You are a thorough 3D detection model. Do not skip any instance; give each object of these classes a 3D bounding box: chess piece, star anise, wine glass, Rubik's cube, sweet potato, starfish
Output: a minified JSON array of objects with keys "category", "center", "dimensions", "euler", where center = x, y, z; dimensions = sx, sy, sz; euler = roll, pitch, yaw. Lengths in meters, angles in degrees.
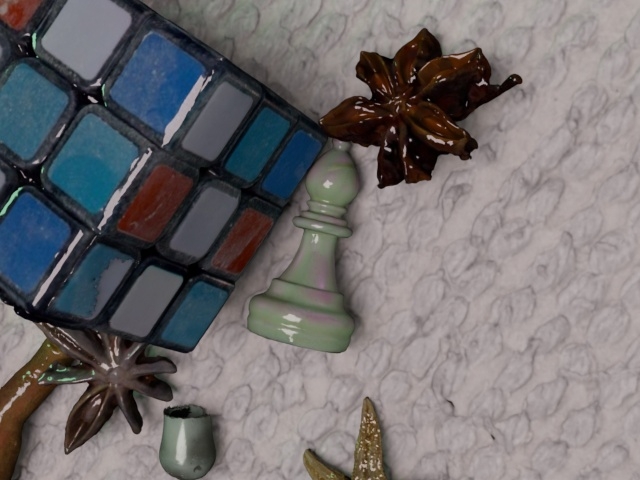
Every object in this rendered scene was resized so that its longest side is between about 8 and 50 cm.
[{"category":"chess piece","center":[0.000,0.000,1.665],"dimensions":[0.139,0.139,0.272],"euler":[13,89,20]},{"category":"star anise","center":[0.115,-0.151,1.584],"dimensions":[0.220,0.126,0.190],"euler":[33,79,38]},{"category":"wine glass","center":[-0.182,0.325,1.784],"dimensions":[0.079,0.079,0.195],"euler":[4,99,21]},{"category":"Rubik's cube","center":[-0.255,-0.109,1.570],"dimensions":[0.362,0.363,0.359],"euler":[33,94,27]},{"category":"sweet potato","center":[-0.470,0.293,1.884],"dimensions":[0.109,0.109,0.385],"euler":[31,102,16]},{"category":"star anise","center":[-0.294,0.155,1.791],"dimensions":[0.198,0.110,0.257],"euler":[-14,104,4]},{"category":"starfish","center":[0.068,0.350,1.711],"dimensions":[0.236,0.062,0.277],"euler":[-18,94,28]}]
